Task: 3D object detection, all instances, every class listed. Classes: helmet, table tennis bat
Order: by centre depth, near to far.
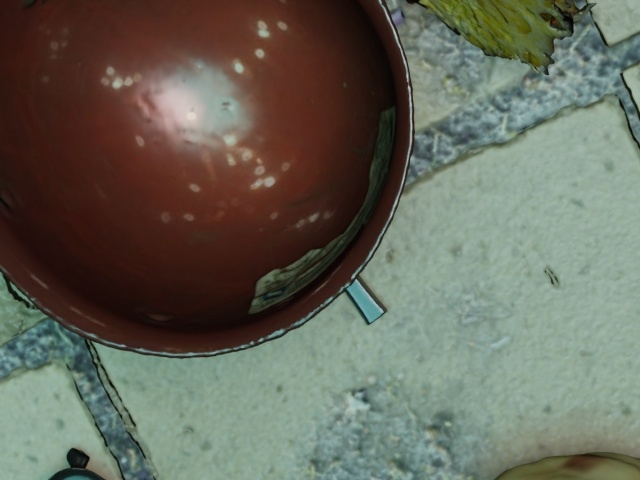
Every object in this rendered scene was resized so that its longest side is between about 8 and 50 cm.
[{"bbox_3d":[-0.101,-0.103,1.470,0.385,0.230,0.337,32,99,8],"label":"helmet"},{"bbox_3d":[0.000,0.000,1.584,0.095,0.014,0.158,-37,91,7],"label":"table tennis bat"}]

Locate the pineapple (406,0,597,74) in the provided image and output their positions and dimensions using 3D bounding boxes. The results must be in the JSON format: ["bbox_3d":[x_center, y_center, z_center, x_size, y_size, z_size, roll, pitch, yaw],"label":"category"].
[{"bbox_3d":[0.170,-0.305,1.447,0.262,0.262,0.271,45,75,-2],"label":"pineapple"}]

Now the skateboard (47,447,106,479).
[{"bbox_3d":[-0.157,0.231,1.596,0.151,0.080,0.067,23,93,0],"label":"skateboard"}]

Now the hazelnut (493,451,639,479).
[{"bbox_3d":[0.216,0.286,1.514,0.261,0.241,0.261,1,87,-22],"label":"hazelnut"}]
